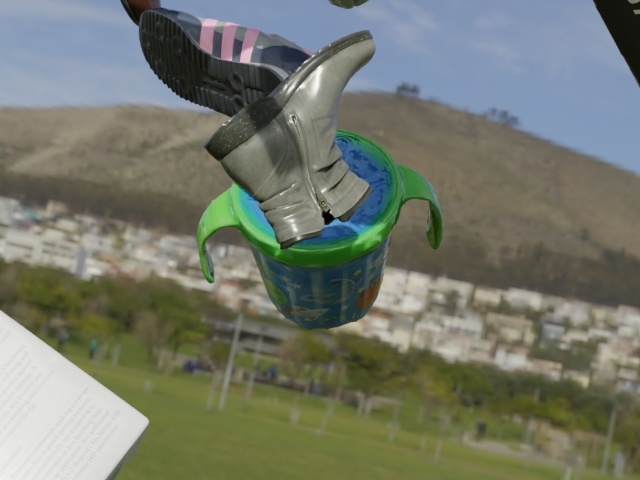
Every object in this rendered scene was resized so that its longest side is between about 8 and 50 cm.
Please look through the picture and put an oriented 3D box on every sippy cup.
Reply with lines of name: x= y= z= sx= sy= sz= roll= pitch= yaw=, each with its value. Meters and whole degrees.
sippy cup: x=0.000 y=0.000 z=1.819 sx=0.305 sy=0.240 sz=0.224 roll=19 pitch=-37 yaw=19

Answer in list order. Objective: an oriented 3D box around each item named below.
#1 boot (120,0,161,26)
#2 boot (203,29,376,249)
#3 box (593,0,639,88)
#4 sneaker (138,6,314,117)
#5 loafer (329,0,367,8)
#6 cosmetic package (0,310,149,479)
boot: x=-0.159 y=-0.436 z=1.900 sx=0.280 sy=0.264 sz=0.096 roll=4 pitch=21 yaw=8
boot: x=0.003 y=-0.107 z=1.406 sx=0.161 sy=0.246 sz=0.083 roll=51 pitch=-26 yaw=-4
box: x=0.301 y=-0.345 z=1.309 sx=0.097 sy=0.395 sz=0.318 roll=-23 pitch=-48 yaw=23
sneaker: x=-0.107 y=-0.235 z=1.709 sx=0.131 sy=0.112 sz=0.319 roll=-26 pitch=44 yaw=-37
loafer: x=-0.017 y=-0.454 z=1.690 sx=0.112 sy=0.319 sz=0.111 roll=-26 pitch=26 yaw=-13
cosmetic package: x=-0.504 y=0.241 z=1.899 sx=0.453 sy=0.230 sz=0.161 roll=36 pitch=-31 yaw=3
